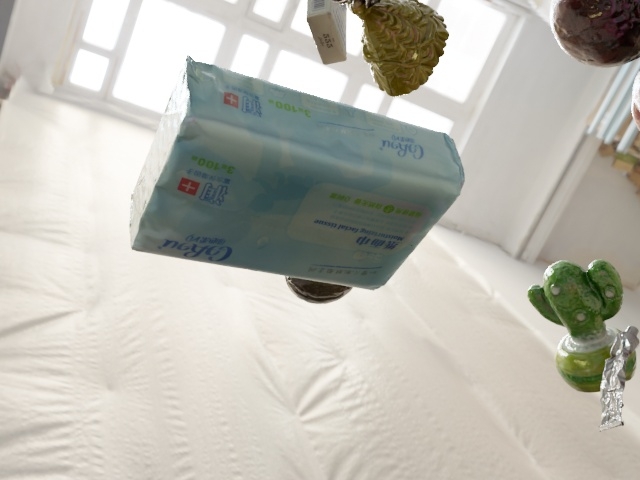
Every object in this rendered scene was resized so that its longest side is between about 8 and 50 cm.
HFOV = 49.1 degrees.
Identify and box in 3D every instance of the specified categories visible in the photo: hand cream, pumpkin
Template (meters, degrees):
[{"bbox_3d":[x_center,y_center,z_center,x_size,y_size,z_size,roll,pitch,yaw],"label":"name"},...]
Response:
[{"bbox_3d":[0.644,0.288,1.506,0.050,0.084,0.257,30,-119,-1],"label":"hand cream"},{"bbox_3d":[-0.003,-0.001,1.295,0.159,0.238,0.238,6,-160,-8],"label":"pumpkin"}]

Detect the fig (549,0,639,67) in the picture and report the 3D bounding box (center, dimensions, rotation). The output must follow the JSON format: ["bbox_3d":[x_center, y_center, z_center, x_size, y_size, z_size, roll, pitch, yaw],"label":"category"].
[{"bbox_3d":[0.585,-0.467,1.425,0.224,0.224,0.263,15,167,-24],"label":"fig"}]

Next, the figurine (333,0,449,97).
[{"bbox_3d":[0.090,-0.422,1.249,0.168,0.187,0.315,40,-175,40],"label":"figurine"}]

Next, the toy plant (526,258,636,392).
[{"bbox_3d":[0.623,0.188,1.670,0.224,0.316,0.184,-7,-161,41],"label":"toy plant"}]

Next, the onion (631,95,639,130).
[{"bbox_3d":[0.875,-0.336,1.668,0.248,0.248,0.161,23,-173,0],"label":"onion"}]

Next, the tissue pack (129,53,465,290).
[{"bbox_3d":[-0.023,-0.044,0.641,0.263,0.177,0.089,13,-135,-23],"label":"tissue pack"}]

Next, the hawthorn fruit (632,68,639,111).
[{"bbox_3d":[0.664,-0.247,1.181,0.265,0.265,0.307,18,167,-16],"label":"hawthorn fruit"}]

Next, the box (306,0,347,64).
[{"bbox_3d":[0.019,-0.597,1.776,0.071,0.259,0.168,-6,149,15],"label":"box"}]
